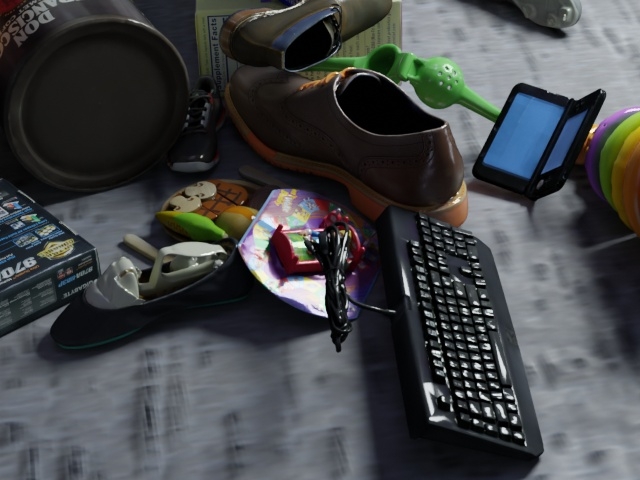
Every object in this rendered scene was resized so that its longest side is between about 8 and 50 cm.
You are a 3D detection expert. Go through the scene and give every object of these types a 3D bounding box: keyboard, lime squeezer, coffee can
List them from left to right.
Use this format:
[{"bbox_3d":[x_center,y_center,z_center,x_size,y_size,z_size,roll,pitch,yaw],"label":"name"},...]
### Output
[{"bbox_3d":[-0.287,-0.206,1.582,0.201,0.202,0.275,-17,37,-19],"label":"coffee can"},{"bbox_3d":[0.099,-0.178,1.565,0.310,0.059,0.110,17,2,14],"label":"lime squeezer"},{"bbox_3d":[0.086,0.064,1.272,0.201,0.033,0.317,13,33,-14],"label":"keyboard"}]

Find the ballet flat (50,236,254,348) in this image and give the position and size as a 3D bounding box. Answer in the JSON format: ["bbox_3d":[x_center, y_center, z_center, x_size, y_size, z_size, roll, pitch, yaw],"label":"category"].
[{"bbox_3d":[-0.160,0.041,1.339,0.203,0.074,0.074,-16,37,-18],"label":"ballet flat"}]

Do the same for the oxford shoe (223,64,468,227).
[{"bbox_3d":[0.024,-0.138,1.524,0.130,0.133,0.363,-29,42,-32],"label":"oxford shoe"}]

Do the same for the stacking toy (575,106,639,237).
[{"bbox_3d":[0.334,-0.074,1.432,0.175,0.166,0.302,-25,26,-15],"label":"stacking toy"}]

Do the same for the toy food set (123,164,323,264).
[{"bbox_3d":[-0.102,-0.034,1.467,0.132,0.039,0.192,25,43,33],"label":"toy food set"}]

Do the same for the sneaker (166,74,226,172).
[{"bbox_3d":[-0.142,-0.133,1.587,0.061,0.065,0.158,-1,35,3],"label":"sneaker"}]

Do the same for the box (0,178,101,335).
[{"bbox_3d":[-0.351,0.032,1.377,0.220,0.051,0.175,-29,43,-32],"label":"box"}]

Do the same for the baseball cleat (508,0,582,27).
[{"bbox_3d":[0.276,-0.338,1.849,0.109,0.072,0.206,-23,44,-37],"label":"baseball cleat"}]

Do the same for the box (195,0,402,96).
[{"bbox_3d":[-0.030,-0.281,1.746,0.243,0.117,0.213,-3,35,-3],"label":"box"}]

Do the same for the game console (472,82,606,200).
[{"bbox_3d":[0.227,-0.111,1.484,0.071,0.107,0.122,29,77,-9],"label":"game console"}]

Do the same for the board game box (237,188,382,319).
[{"bbox_3d":[0.000,0.000,1.372,0.133,0.033,0.169,30,39,0],"label":"board game box"}]

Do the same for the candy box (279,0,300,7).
[{"bbox_3d":[-0.009,-0.413,1.725,0.268,0.122,0.317,-24,42,-27],"label":"candy box"}]

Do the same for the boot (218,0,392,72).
[{"bbox_3d":[0.009,-0.227,1.549,0.219,0.082,0.106,-22,33,-26],"label":"boot"}]
